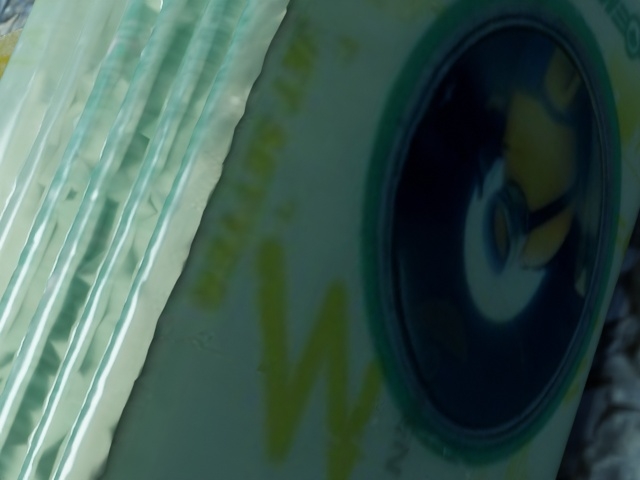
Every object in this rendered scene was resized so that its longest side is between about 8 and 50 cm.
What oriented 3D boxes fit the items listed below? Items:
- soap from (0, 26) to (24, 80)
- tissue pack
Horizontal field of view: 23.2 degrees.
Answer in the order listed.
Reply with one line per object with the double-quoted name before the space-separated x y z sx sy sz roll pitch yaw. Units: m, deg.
"soap" -0.206 0.008 0.937 0.160 0.080 0.258 -19 55 27
"tissue pack" 0.000 0.000 0.653 0.162 0.287 0.388 6 69 40
